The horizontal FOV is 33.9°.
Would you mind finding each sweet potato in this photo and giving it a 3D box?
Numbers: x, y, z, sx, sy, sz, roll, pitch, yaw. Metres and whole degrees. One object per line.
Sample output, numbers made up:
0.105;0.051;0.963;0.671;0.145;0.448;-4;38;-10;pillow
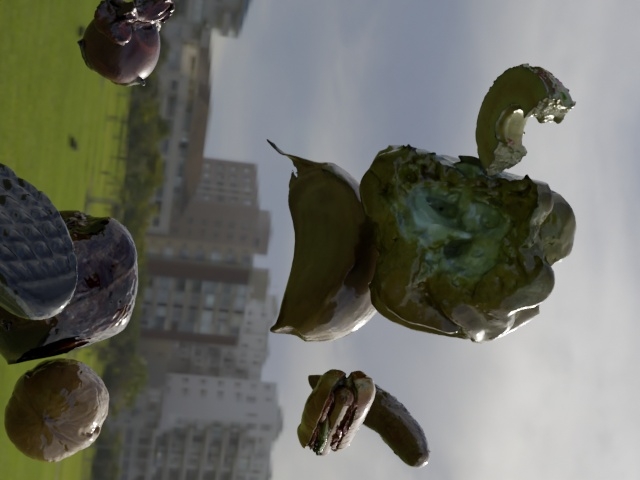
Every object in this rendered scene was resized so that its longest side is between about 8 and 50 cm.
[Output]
0.118;0.356;2.179;0.341;0.114;0.092;33;-58;39;sweet potato

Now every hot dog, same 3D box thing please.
0.019;0.251;1.478;0.235;0.092;0.062;102;-14;-56;hot dog

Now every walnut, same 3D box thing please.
-0.499;0.320;1.987;0.221;0.195;0.195;-116;-147;-85;walnut

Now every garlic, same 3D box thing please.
0.014;-0.011;1.651;0.151;0.196;0.338;80;8;-76;garlic

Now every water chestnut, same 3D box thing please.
-0.508;0.051;1.954;0.335;0.335;0.347;-140;-152;-78;water chestnut

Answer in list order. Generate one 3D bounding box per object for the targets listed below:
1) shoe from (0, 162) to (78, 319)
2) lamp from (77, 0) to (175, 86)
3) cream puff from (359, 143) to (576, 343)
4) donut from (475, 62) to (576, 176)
-0.391;-0.018;1.069;0.336;0.132;0.171;48;-61;18;shoe
-0.395;-0.398;2.057;0.215;0.151;0.223;-47;157;-56;lamp
0.197;0.007;1.547;0.274;0.323;0.269;-9;118;-71;cream puff
0.266;-0.169;1.398;0.166;0.065;0.108;-53;-142;42;donut
